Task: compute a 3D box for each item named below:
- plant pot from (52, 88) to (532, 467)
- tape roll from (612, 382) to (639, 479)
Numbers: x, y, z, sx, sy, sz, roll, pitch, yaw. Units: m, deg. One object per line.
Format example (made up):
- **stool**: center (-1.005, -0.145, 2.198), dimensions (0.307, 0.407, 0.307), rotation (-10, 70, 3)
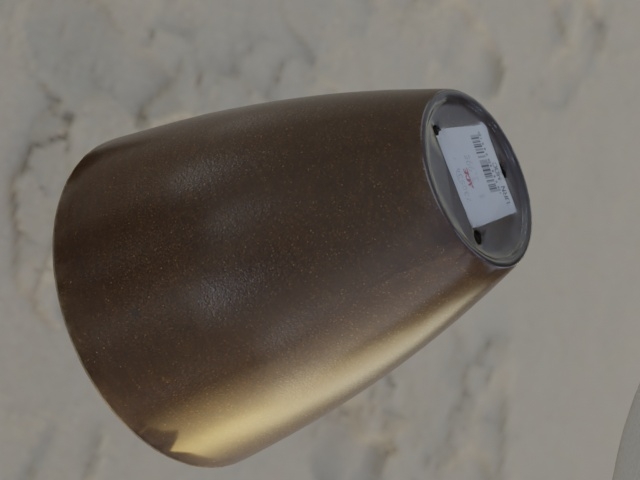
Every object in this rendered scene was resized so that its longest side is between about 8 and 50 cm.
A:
- **plant pot**: center (0.000, 0.000, 1.098), dimensions (0.215, 0.230, 0.215), rotation (32, 47, -42)
- **tape roll**: center (0.312, 0.150, 1.055), dimensions (0.072, 0.392, 0.392), rotation (18, 91, -29)
